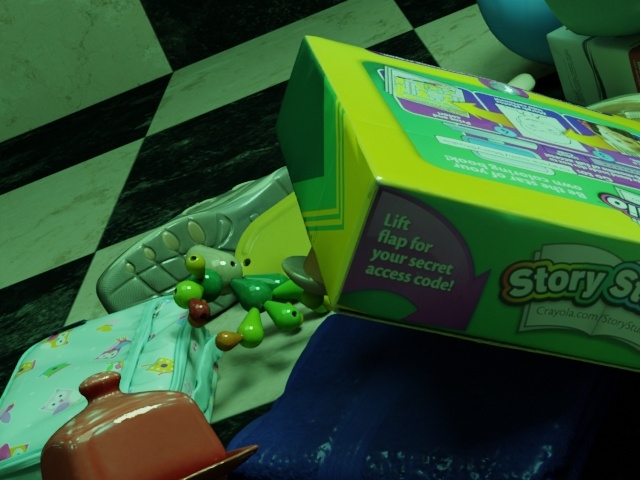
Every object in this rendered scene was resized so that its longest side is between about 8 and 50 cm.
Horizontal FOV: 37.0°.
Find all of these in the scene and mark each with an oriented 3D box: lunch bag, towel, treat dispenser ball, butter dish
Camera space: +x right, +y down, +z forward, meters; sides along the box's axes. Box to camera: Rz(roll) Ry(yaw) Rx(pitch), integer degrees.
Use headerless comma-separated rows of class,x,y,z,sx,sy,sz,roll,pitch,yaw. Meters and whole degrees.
lunch bag,-0.215,0.162,0.994,0.224,0.108,0.279,-21,22,6
towel,0.090,0.141,0.802,0.308,0.076,0.227,-7,31,39
treat dispenser ball,0.379,-0.415,1.474,0.288,0.288,0.288,-20,22,9
butter dish,-0.157,0.161,0.760,0.160,0.118,0.160,-19,-6,-33

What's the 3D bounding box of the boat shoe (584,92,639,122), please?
boat shoe,0.356,-0.077,0.965,0.324,0.122,0.120,-5,31,39

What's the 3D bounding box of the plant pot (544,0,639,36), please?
plant pot,0.370,-0.380,1.136,0.235,0.293,0.293,-26,18,33

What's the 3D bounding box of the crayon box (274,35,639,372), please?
crayon box,0.164,-0.030,0.753,0.363,0.106,0.313,12,26,-15

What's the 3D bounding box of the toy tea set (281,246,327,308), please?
toy tea set,0.094,0.024,0.900,0.336,0.124,0.200,4,21,-35

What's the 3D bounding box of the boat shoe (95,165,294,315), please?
boat shoe,-0.142,0.013,1.268,0.355,0.132,0.130,-28,11,-33

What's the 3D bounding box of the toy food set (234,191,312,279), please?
toy food set,0.000,0.000,1.193,0.218,0.071,0.128,-34,53,8

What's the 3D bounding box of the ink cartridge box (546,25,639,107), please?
ink cartridge box,0.455,-0.248,1.254,0.197,0.114,0.273,-27,22,-7

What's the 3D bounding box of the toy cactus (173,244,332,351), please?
toy cactus,-0.087,0.043,1.048,0.219,0.112,0.180,-9,27,-42

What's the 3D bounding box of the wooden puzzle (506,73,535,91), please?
wooden puzzle,0.154,-0.104,1.239,0.221,0.044,0.238,-40,0,-33
